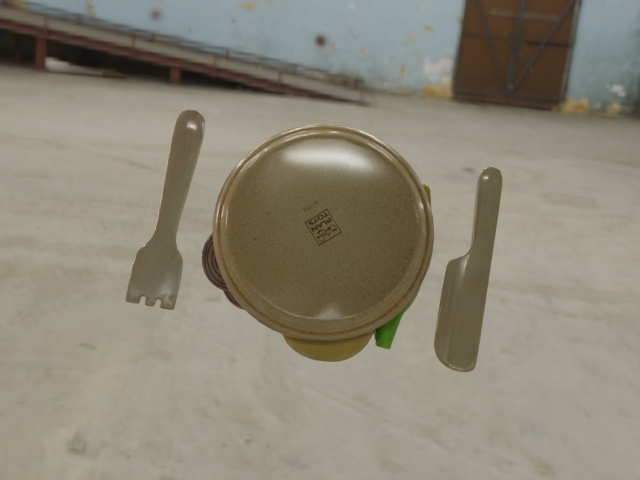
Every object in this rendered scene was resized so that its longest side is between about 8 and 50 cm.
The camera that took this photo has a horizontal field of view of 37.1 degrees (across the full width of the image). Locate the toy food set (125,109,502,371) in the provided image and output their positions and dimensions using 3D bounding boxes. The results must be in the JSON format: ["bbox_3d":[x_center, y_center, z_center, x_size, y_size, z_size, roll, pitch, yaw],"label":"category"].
[{"bbox_3d":[0.000,0.000,0.537,0.192,0.132,0.038,12,-9,1],"label":"toy food set"}]
